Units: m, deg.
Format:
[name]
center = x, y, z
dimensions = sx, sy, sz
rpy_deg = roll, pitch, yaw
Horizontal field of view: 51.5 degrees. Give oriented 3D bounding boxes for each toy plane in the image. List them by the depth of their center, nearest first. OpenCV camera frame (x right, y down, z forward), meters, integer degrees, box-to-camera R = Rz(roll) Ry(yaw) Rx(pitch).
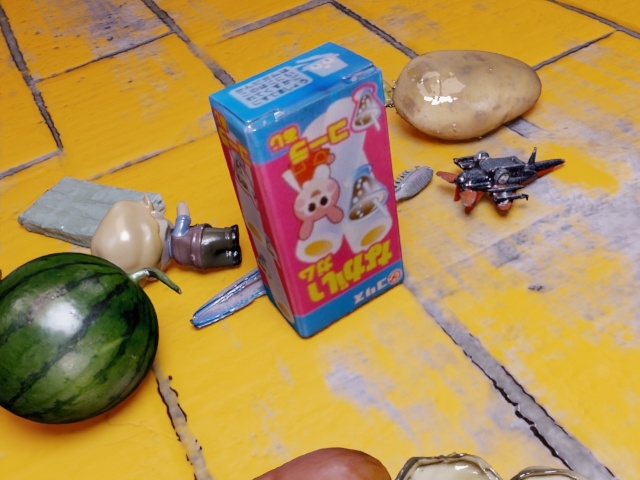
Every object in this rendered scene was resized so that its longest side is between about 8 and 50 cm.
[toy plane]
center = 0.263, -0.096, 0.925
dimensions = 0.189, 0.061, 0.130
rpy_deg = -21, 42, -10

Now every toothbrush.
[toothbrush]
center = 0.000, 0.000, 0.902
dimensions = 0.413, 0.035, 0.042
rpy_deg = -33, 26, -23

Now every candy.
[candy]
center = -0.004, -0.046, 0.750
dimensions = 0.157, 0.306, 0.100
rpy_deg = -30, 43, -19

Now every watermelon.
[watermelon]
center = -0.270, 0.096, 0.736
dimensions = 0.188, 0.188, 0.215
rpy_deg = 34, 79, 38

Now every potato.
[potato]
center = 0.224, -0.231, 1.045
dimensions = 0.234, 0.128, 0.161
rpy_deg = -25, 59, -21

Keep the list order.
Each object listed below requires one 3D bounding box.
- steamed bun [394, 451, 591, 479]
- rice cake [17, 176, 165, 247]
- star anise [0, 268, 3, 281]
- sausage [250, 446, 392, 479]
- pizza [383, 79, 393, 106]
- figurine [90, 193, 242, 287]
[steamed bun]
center = 0.145, 0.272, 0.526
dimensions = 0.177, 0.106, 0.192
rpy_deg = -9, 53, 23
[rice cake]
center = -0.357, -0.045, 1.024
dimensions = 0.211, 0.038, 0.124
rpy_deg = 15, 48, 27
[star anise]
center = -0.474, 0.121, 0.833
dimensions = 0.288, 0.088, 0.288
rpy_deg = -13, 32, 8
[sausage]
center = -0.055, 0.265, 0.570
dimensions = 0.259, 0.114, 0.114
rpy_deg = -24, 44, -12
[pizza]
center = 0.063, -0.270, 1.177
dimensions = 0.099, 0.036, 0.160
rpy_deg = -34, 47, -23
[figurine]
center = -0.207, 0.001, 0.895
dimensions = 0.195, 0.114, 0.108
rpy_deg = -5, 41, -4
